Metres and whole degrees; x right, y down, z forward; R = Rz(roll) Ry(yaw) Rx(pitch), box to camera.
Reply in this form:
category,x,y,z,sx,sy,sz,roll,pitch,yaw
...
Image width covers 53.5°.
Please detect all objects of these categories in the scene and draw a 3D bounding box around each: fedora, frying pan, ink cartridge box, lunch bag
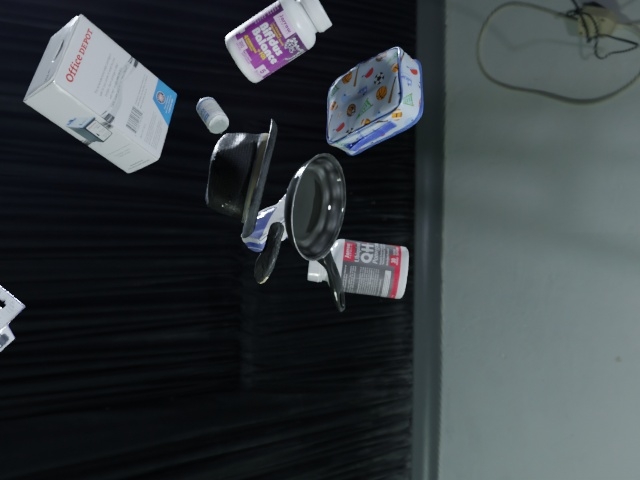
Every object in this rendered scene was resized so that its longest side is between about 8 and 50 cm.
category,x,y,z,sx,sy,sz,roll,pitch,yaw
fedora,-0.218,-0.178,1.688,0.334,0.152,0.334,-167,90,-83
frying pan,0.011,-0.026,1.208,0.053,0.326,0.197,11,61,28
ink cartridge box,-0.322,-0.215,0.953,0.082,0.190,0.140,-19,51,34
ink cartridge box,-0.717,0.197,1.326,0.206,0.208,0.045,16,146,48
lunch bag,0.142,-0.373,1.759,0.303,0.115,0.243,-24,57,42

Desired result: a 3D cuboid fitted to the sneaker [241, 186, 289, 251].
category,x,y,z,sx,sy,sz,roll,pitch,yaw
sneaker,-0.074,-0.049,1.949,0.127,0.315,0.182,17,144,47

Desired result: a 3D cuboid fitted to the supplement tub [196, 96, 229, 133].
category,x,y,z,sx,sy,sz,roll,pitch,yaw
supplement tub,-0.339,-0.393,1.988,0.107,0.071,0.071,54,132,36

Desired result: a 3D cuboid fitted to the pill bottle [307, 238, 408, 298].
category,x,y,z,sx,sy,sz,roll,pitch,yaw
pill bottle,0.122,0.089,2.100,0.176,0.318,0.176,7,-90,-90

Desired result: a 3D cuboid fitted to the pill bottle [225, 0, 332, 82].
category,x,y,z,sx,sy,sz,roll,pitch,yaw
pill bottle,-0.123,-0.626,1.925,0.301,0.169,0.169,-30,60,12

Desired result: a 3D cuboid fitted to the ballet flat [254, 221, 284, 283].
category,x,y,z,sx,sy,sz,roll,pitch,yaw
ballet flat,-0.130,0.034,1.690,0.057,0.049,0.173,15,82,31
